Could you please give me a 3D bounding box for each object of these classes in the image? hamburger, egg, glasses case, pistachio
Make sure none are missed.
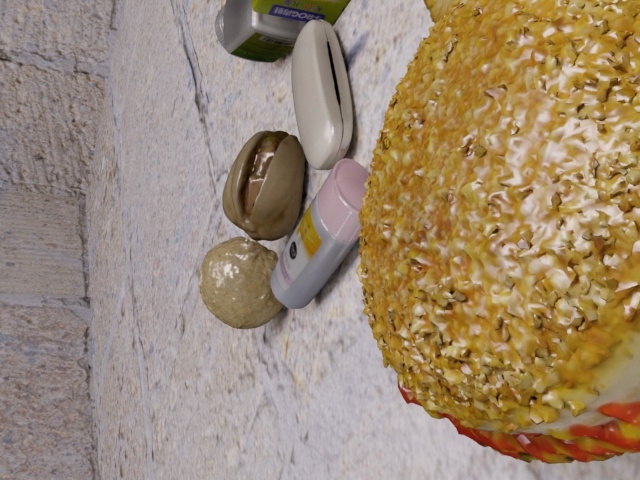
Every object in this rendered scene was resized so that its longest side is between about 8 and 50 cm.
[{"bbox_3d":[0.128,-0.021,0.431,0.276,0.179,0.294,-175,91,-67],"label":"hamburger"},{"bbox_3d":[-0.103,0.058,1.015,0.118,0.116,0.140,34,148,41],"label":"egg"},{"bbox_3d":[0.000,-0.177,0.913,0.081,0.051,0.204,129,140,-53],"label":"glasses case"},{"bbox_3d":[-0.069,-0.072,0.997,0.149,0.113,0.113,-67,26,3],"label":"pistachio"}]

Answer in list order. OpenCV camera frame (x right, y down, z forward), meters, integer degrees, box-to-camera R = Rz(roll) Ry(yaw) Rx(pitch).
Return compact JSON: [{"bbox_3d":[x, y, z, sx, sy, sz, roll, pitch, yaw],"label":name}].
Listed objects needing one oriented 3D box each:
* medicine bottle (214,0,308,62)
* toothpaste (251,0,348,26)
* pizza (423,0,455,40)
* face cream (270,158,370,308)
[{"bbox_3d":[-0.086,-0.331,1.094,0.188,0.088,0.132,177,98,-66],"label":"medicine bottle"},{"bbox_3d":[0.025,-0.367,0.826,0.327,0.110,0.077,137,131,-56],"label":"toothpaste"},{"bbox_3d":[0.133,-0.191,0.601,0.194,0.069,0.154,-119,40,-62],"label":"pizza"},{"bbox_3d":[0.000,0.000,0.866,0.198,0.057,0.084,121,145,-45],"label":"face cream"}]
